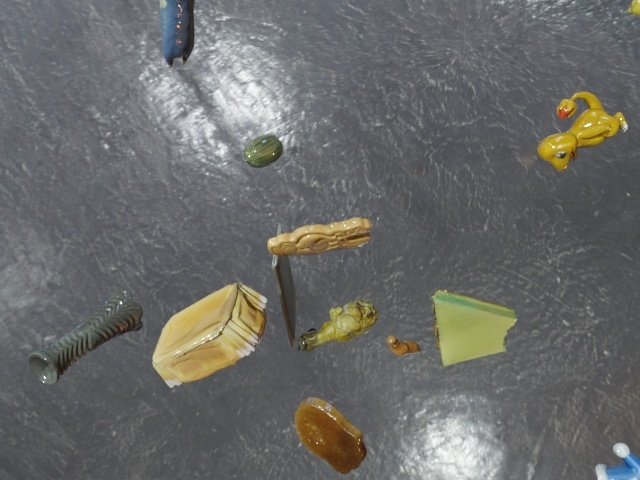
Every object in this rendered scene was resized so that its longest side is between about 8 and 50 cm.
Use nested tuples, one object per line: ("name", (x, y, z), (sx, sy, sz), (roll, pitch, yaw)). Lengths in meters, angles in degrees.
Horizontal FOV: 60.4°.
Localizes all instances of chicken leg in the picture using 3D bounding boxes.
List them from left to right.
("chicken leg", (0.042, 0.217, 1.389), (0.227, 0.103, 0.088), (-19, 72, -6))

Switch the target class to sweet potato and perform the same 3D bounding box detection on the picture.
("sweet potato", (0.189, 0.247, 1.275), (0.044, 0.179, 0.044), (-11, 69, 31))

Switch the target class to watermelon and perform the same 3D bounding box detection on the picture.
("watermelon", (-0.149, -0.228, 1.412), (0.110, 0.078, 0.078), (-28, 103, -19))

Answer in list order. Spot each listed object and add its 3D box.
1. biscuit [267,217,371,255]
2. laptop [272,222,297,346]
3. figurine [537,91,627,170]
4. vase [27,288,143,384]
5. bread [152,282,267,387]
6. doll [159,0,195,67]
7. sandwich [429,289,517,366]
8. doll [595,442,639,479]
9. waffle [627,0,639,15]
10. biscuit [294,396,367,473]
("biscuit", (-0.001, -0.001, 1.240), (0.236, 0.144, 0.040), (-12, 63, -2))
("laptop", (-0.087, 0.114, 1.405), (0.015, 0.188, 0.269), (-6, 125, 5))
("figurine", (0.514, -0.227, 1.118), (0.176, 0.121, 0.122), (-33, 96, -7))
("vase", (-0.500, 0.205, 1.176), (0.115, 0.237, 0.116), (11, 117, 22))
("bread", (-0.212, 0.185, 1.061), (0.241, 0.136, 0.107), (-31, 120, 30))
("doll", (-0.136, -0.223, 0.521), (0.027, 0.037, 0.125), (45, 141, 26))
("sandwich", (0.393, 0.203, 1.402), (0.211, 0.063, 0.245), (-14, 129, 2))
("doll", (0.742, 0.519, 1.188), (0.256, 0.161, 0.215), (-28, 99, 18))
("waffle", (0.443, -0.167, 0.591), (0.291, 0.291, 0.051), (44, 123, -3))
("biscuit", (0.029, 0.604, 1.713), (0.257, 0.049, 0.273), (33, 138, 17))
